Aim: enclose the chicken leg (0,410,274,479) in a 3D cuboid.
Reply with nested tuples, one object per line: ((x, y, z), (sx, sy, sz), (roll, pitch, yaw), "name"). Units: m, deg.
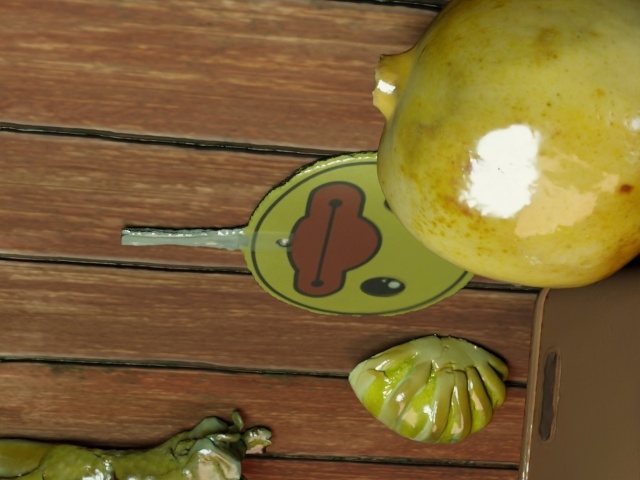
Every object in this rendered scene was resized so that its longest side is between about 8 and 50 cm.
((-0.256, 0.260, 1.421), (0.429, 0.153, 0.201), (-13, 134, 2), "chicken leg")

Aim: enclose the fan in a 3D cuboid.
((0.000, -0.001, 1.190), (0.334, 0.011, 0.230), (2, 143, -8), "fan")

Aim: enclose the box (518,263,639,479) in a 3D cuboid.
((0.368, 0.145, 1.150), (0.339, 0.239, 0.229), (8, 172, -14), "box")

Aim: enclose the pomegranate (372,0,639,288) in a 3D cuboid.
((0.149, -0.072, 0.936), (0.233, 0.233, 0.233), (-1, 143, -1), "pomegranate")

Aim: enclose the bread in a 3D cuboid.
((0.104, 0.146, 1.326), (0.157, 0.094, 0.083), (17, 144, -11), "bread")
